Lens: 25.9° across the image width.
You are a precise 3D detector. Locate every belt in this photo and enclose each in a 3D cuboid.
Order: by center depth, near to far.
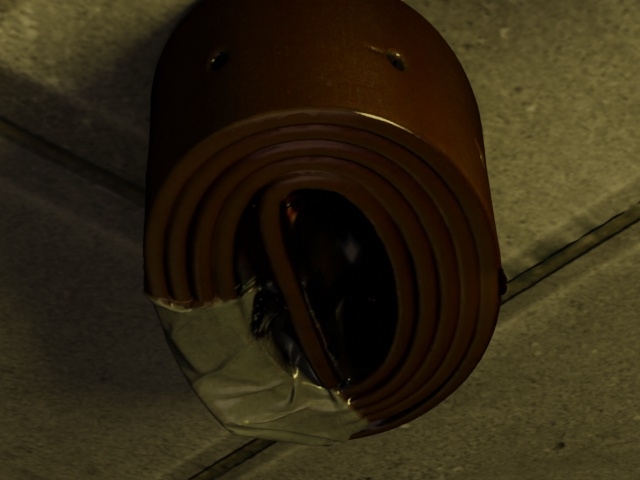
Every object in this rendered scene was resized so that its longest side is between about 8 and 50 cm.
[{"bbox_3d":[0.000,0.000,0.857,0.217,0.122,0.339,-6,142,3],"label":"belt"}]
